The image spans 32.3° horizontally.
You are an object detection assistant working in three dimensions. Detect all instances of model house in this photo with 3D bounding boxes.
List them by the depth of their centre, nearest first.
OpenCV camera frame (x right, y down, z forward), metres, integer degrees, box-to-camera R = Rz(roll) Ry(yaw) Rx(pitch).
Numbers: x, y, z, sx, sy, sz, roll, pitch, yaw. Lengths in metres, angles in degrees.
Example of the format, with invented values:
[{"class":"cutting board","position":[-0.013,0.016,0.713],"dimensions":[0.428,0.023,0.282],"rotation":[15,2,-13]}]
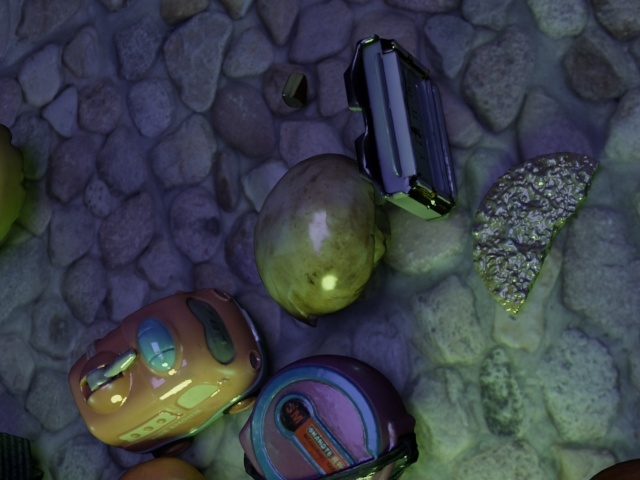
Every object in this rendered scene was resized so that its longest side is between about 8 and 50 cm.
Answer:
[{"class":"model house","position":[-0.502,0.412,1.747],"dimensions":[0.172,0.166,0.183],"rotation":[-21,56,1]}]

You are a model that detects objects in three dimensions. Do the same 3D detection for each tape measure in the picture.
[{"class":"tape measure","position":[0.008,0.286,1.574],"dimensions":[0.245,0.149,0.231],"rotation":[-45,69,15]}]

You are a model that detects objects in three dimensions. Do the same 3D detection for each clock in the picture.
[{"class":"clock","position":[0.117,-0.159,1.602],"dimensions":[0.083,0.186,0.253],"rotation":[-15,73,23]}]

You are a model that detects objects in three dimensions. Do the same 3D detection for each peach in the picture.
[{"class":"peach","position":[-0.235,0.408,1.625],"dimensions":[0.184,0.184,0.184],"rotation":[-5,77,21]}]

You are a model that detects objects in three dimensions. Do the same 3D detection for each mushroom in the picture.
[{"class":"mushroom","position":[0.000,0.000,1.612],"dimensions":[0.255,0.184,0.255],"rotation":[-9,79,53]}]

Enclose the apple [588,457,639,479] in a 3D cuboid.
[{"class":"apple","position":[0.408,0.433,1.252],"dimensions":[0.346,0.391,0.391],"rotation":[22,87,23]}]

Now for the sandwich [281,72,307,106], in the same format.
[{"class":"sandwich","position":[-0.040,-0.233,1.760],"dimensions":[0.031,0.044,0.083],"rotation":[-2,35,17]}]

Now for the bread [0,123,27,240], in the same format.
[{"class":"bread","position":[-0.588,-0.059,1.884],"dimensions":[0.260,0.158,0.156],"rotation":[-42,77,8]}]

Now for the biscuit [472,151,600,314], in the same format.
[{"class":"biscuit","position":[0.288,-0.029,1.588],"dimensions":[0.133,0.032,0.250],"rotation":[30,91,25]}]

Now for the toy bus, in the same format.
[{"class":"toy bus","position":[-0.238,0.190,1.643],"dimensions":[0.287,0.232,0.194],"rotation":[-34,66,14]}]
